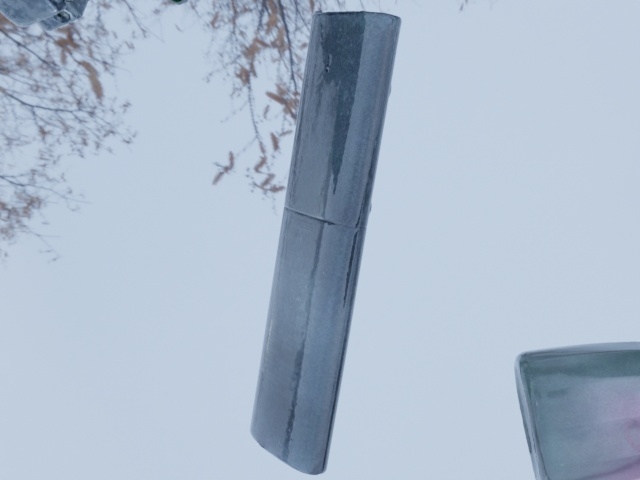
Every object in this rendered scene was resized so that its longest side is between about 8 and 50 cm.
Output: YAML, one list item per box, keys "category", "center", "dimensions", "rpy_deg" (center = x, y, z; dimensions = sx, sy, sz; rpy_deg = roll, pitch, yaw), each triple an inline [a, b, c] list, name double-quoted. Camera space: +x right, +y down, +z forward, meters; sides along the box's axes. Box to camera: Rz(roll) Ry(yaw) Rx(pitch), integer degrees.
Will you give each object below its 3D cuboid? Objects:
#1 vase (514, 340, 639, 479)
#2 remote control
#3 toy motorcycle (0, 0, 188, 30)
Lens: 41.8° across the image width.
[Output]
- category: "vase"
  center: [0.225, 0.090, 0.479]
  dimensions: [0.214, 0.086, 0.086]
  rpy_deg: [-11, -93, 8]
- category: "remote control"
  center: [0.000, 0.000, 0.708]
  dimensions: [0.107, 0.044, 0.377]
  rpy_deg: [18, -79, 49]
- category: "toy motorcycle"
  center: [-0.171, -0.254, 0.699]
  dimensions: [0.275, 0.125, 0.187]
  rpy_deg: [-16, -129, 22]
